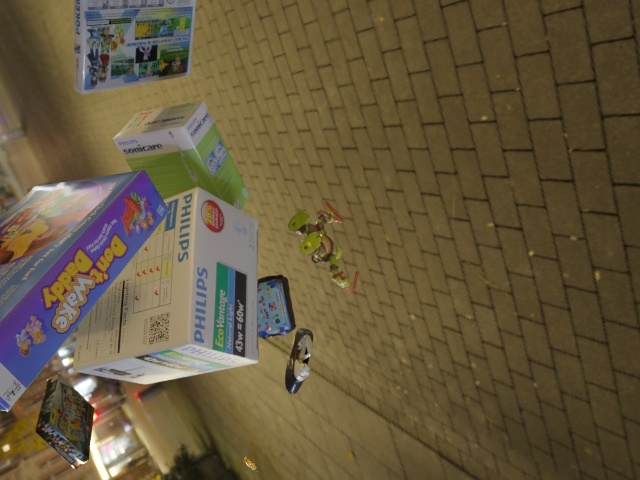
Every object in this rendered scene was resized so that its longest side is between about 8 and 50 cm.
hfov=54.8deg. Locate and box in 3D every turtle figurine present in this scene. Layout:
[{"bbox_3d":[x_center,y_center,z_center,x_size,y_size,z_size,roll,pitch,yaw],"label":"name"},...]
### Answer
[{"bbox_3d":[0.000,0.000,1.532,0.217,0.087,0.269,32,-139,-58],"label":"turtle figurine"}]

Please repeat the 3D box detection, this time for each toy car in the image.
[{"bbox_3d":[-0.162,0.534,1.339,0.040,0.060,0.122,27,131,35],"label":"toy car"}]

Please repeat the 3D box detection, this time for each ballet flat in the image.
[{"bbox_3d":[-0.059,0.359,1.856,0.074,0.074,0.203,123,160,-63],"label":"ballet flat"}]

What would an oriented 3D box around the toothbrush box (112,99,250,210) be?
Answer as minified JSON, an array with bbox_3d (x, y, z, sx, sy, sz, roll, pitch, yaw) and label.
[{"bbox_3d":[-0.330,-0.176,1.502,0.206,0.122,0.283,-5,131,25],"label":"toothbrush box"}]

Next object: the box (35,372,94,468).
[{"bbox_3d":[-0.687,0.484,1.673,0.159,0.044,0.233,58,177,-25],"label":"box"}]

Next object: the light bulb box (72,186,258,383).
[{"bbox_3d":[-0.344,0.118,1.411,0.361,0.225,0.358,-16,64,29],"label":"light bulb box"}]

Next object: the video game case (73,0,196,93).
[{"bbox_3d":[-0.391,-0.487,1.334,0.036,0.329,0.300,25,121,22],"label":"video game case"}]

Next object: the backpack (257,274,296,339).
[{"bbox_3d":[-0.162,0.175,1.569,0.117,0.173,0.158,-13,-86,-81],"label":"backpack"}]

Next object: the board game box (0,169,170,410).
[{"bbox_3d":[-0.388,0.049,0.807,0.233,0.347,0.078,-4,129,30],"label":"board game box"}]
